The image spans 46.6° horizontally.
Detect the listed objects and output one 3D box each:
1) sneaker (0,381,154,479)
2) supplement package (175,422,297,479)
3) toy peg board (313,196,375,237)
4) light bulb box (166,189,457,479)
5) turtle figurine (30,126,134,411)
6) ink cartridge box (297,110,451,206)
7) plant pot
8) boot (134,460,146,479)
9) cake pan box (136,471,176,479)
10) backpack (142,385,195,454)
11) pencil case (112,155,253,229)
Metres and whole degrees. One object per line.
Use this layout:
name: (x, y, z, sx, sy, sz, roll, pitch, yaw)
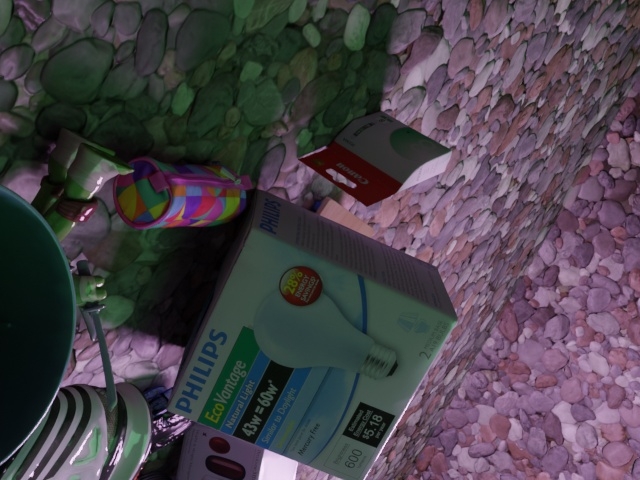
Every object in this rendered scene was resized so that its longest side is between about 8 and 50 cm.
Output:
sneaker: (-0.424, 0.382, 0.982, 0.257, 0.169, 0.448, 19, 97, -51)
supplement package: (-0.176, 0.490, 1.544, 0.149, 0.203, 0.194, 17, 82, -60)
toy peg board: (0.000, 0.000, 1.500, 0.160, 0.079, 0.161, 32, 93, -45)
light bulb box: (-0.021, 0.161, 1.273, 0.225, 0.361, 0.358, -93, -152, -71)
turtle figurine: (-0.306, 0.016, 0.933, 0.266, 0.274, 0.198, -61, -175, 4)
ink cartridge box: (0.100, -0.156, 1.355, 0.224, 0.181, 0.056, -23, 138, -40)
plant pot: (-0.427, 0.073, 0.710, 0.293, 0.235, 0.293, -16, 110, -56)
boot: (-0.315, 0.379, 1.205, 0.084, 0.059, 0.158, -33, 144, -42)
cake pan box: (-0.397, 0.607, 1.543, 0.267, 0.070, 0.245, -56, 153, 3)
backpack: (-0.291, 0.320, 1.378, 0.114, 0.084, 0.105, -22, 138, -37)
pencil case: (-0.192, -0.068, 1.062, 0.104, 0.104, 0.236, -63, 164, 15)
